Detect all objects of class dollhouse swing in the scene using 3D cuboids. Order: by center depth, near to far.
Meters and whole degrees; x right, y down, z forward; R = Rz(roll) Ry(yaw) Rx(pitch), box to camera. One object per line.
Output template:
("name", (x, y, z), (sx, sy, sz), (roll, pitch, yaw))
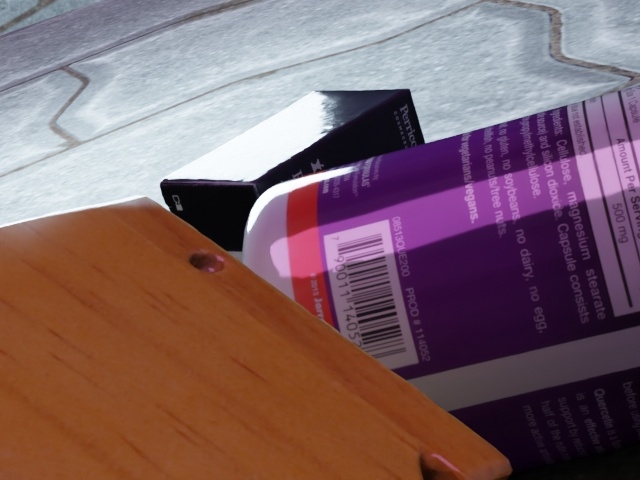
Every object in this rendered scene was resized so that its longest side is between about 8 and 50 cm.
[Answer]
("dollhouse swing", (-0.174, 0.180, 0.658), (0.315, 0.305, 0.347), (35, 33, 32))

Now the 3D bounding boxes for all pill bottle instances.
("pill bottle", (0.133, 0.021, 0.880), (0.323, 0.181, 0.181), (-14, 19, 11))

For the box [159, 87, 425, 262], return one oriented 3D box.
("box", (0.000, 0.000, 1.103), (0.093, 0.156, 0.158), (2, 27, 44))
